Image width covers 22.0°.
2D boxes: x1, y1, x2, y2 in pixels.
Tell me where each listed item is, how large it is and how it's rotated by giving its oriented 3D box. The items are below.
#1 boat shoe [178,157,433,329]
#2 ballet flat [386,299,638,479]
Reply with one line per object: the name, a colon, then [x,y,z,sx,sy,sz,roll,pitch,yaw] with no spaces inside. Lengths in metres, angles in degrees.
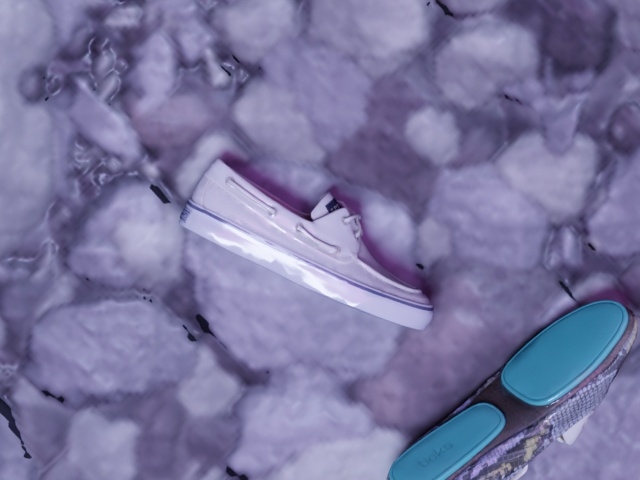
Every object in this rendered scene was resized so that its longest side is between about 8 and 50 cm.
boat shoe: [0.000,0.000,0.598,0.100,0.035,0.035,26,91,-5]
ballet flat: [0.076,0.068,0.620,0.114,0.041,0.041,-38,100,-7]
